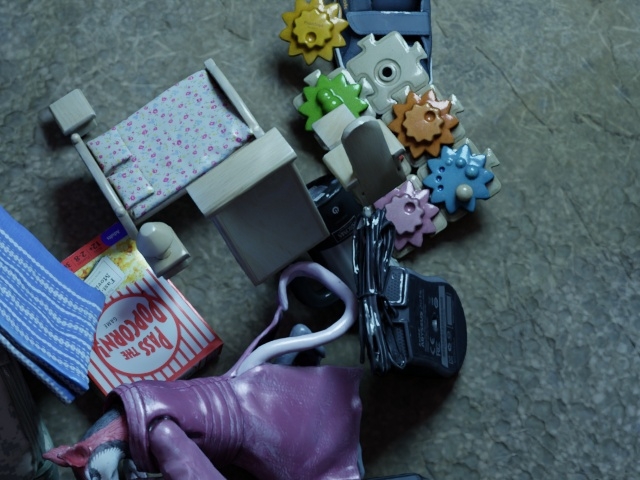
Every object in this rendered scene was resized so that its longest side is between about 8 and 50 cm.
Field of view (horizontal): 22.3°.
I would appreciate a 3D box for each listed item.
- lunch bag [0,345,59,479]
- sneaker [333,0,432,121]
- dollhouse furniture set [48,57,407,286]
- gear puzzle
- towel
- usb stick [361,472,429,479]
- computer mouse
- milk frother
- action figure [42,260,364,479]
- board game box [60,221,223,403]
[{"bbox_3d":[-0.436,0.203,1.668,0.305,0.256,0.212,-22,64,-15],"label":"lunch bag"},{"bbox_3d":[0.078,-0.310,2.040,0.126,0.127,0.321,-4,71,-11],"label":"sneaker"},{"bbox_3d":[-0.127,-0.146,1.827,0.303,0.174,0.355,-34,58,-5],"label":"dollhouse furniture set"},{"bbox_3d":[0.068,-0.160,1.967,0.175,0.044,0.339,-34,84,4],"label":"gear puzzle"},{"bbox_3d":[-0.318,0.033,1.664,0.040,0.336,0.243,-44,102,5],"label":"towel"},{"bbox_3d":[-0.008,0.312,1.818,0.278,0.045,0.077,-6,69,-12],"label":"usb stick"},{"bbox_3d":[0.088,0.084,1.837,0.072,0.272,0.188,-8,72,24],"label":"computer mouse"},{"bbox_3d":[0.000,0.000,1.925,0.129,0.143,0.135,-32,111,0],"label":"milk frother"},{"bbox_3d":[-0.110,0.192,1.709,0.370,0.276,0.248,-2,24,-39],"label":"action figure"},{"bbox_3d":[-0.229,0.096,1.870,0.147,0.045,0.193,-38,79,-20],"label":"board game box"}]
